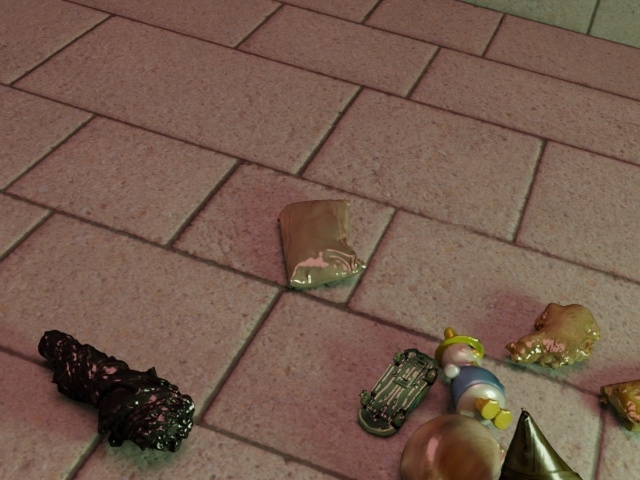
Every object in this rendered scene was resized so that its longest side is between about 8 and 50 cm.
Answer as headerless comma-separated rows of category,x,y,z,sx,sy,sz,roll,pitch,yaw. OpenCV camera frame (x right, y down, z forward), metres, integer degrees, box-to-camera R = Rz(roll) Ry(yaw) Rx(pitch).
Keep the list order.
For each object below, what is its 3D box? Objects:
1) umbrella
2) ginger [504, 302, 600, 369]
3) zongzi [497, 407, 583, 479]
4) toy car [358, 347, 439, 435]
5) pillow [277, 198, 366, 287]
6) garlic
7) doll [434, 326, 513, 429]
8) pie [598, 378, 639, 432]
umbrella,-0.363,0.251,1.553,0.337,0.128,0.154,19,22,22
ginger,0.466,0.197,1.834,0.137,0.074,0.213,23,34,32
zongzi,0.383,0.382,1.432,0.221,0.242,0.112,19,32,17
toy car,0.137,0.274,1.672,0.093,0.058,0.186,27,59,25
pillow,0.000,0.000,1.995,0.173,0.067,0.270,-4,38,-8
garlic,0.236,0.356,1.565,0.266,0.148,0.128,-24,11,-30
doll,0.269,0.249,1.692,0.135,0.098,0.241,8,32,-14
pie,0.665,0.295,1.755,0.282,0.068,0.128,-7,39,-15
